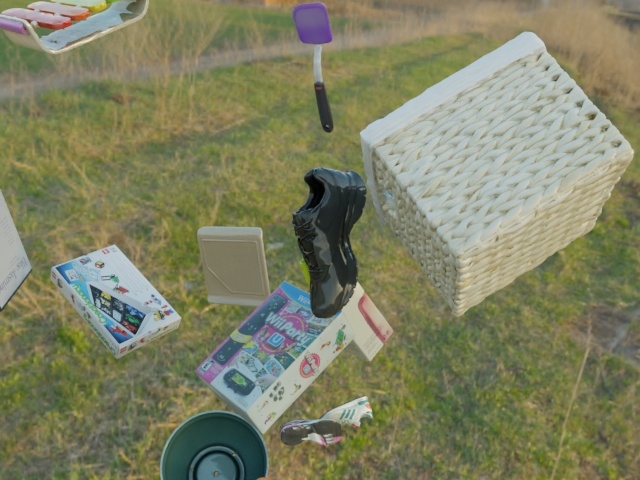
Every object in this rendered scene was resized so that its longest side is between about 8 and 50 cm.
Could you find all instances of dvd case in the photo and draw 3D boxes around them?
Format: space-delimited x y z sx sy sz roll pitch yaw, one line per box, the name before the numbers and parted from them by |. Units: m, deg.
dvd case | -0.739 0.011 1.501 0.022 0.253 0.180 -5 30 4

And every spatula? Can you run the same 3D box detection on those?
spatula | -0.004 -0.377 1.469 0.084 0.297 0.030 6 32 24

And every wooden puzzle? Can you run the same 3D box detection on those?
wooden puzzle | -0.254 0.076 1.969 0.220 0.239 0.044 2 15 24

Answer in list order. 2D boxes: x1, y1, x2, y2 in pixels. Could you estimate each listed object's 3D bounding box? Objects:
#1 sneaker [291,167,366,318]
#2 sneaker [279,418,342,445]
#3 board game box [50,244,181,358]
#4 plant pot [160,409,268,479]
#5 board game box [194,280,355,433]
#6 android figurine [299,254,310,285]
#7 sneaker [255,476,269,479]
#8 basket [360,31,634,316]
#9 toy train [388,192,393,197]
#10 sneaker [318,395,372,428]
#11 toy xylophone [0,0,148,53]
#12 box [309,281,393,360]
sneaker | 0.000 0.000 1.229 0.130 0.287 0.109 13 -13 -38
sneaker | -0.029 0.508 1.796 0.178 0.072 0.077 7 4 -19
board game box | -0.535 0.150 1.727 0.305 0.053 0.193 43 42 21
plant pot | -0.300 0.655 1.888 0.292 0.196 0.293 3 62 -6
board game box | -0.104 0.255 1.505 0.303 0.098 0.224 -44 39 -21
android figurine | 0.023 0.116 2.192 0.056 0.273 0.248 -30 19 -28
sneaker | -0.143 0.488 1.147 0.064 0.067 0.175 17 57 35
basket | 0.281 -0.095 1.101 0.331 0.328 0.266 -33 66 -4
toy train | 0.202 -0.130 1.400 0.080 0.105 0.184 42 26 9
sneaker | 0.075 0.499 1.862 0.161 0.057 0.075 -18 71 -21
toy xylophone | -0.520 -0.473 1.373 0.236 0.081 0.323 14 42 27
box | 0.084 0.225 1.967 0.127 0.232 0.148 -47 31 -20
